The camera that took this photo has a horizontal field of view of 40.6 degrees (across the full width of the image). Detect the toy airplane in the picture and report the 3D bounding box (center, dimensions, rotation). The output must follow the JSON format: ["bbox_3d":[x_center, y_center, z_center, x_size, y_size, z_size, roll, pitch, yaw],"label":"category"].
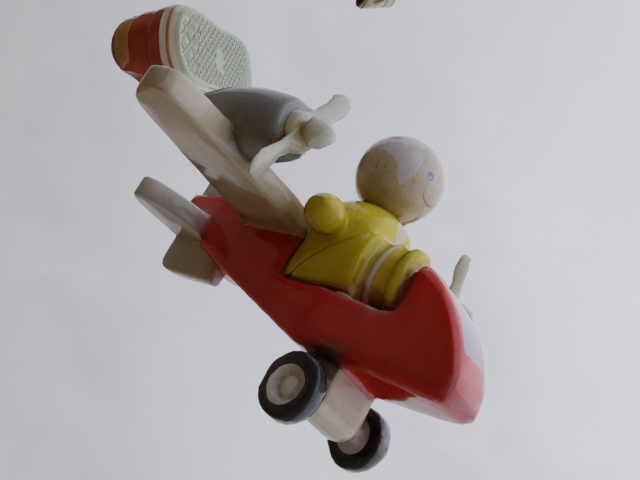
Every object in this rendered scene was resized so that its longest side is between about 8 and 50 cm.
[{"bbox_3d":[0.000,0.000,0.847,0.272,0.384,0.386,-46,179,-2],"label":"toy airplane"}]

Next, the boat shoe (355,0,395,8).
[{"bbox_3d":[0.079,-0.370,1.118,0.056,0.048,0.153,59,-28,35],"label":"boat shoe"}]

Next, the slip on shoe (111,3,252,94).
[{"bbox_3d":[-0.157,-0.209,1.091,0.331,0.101,0.123,20,72,-75],"label":"slip on shoe"}]
